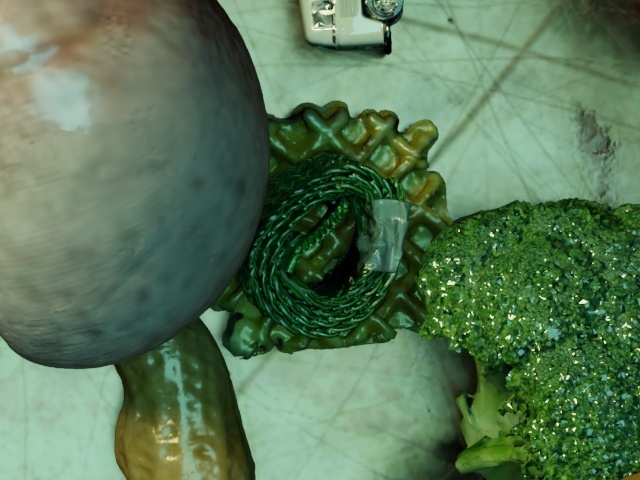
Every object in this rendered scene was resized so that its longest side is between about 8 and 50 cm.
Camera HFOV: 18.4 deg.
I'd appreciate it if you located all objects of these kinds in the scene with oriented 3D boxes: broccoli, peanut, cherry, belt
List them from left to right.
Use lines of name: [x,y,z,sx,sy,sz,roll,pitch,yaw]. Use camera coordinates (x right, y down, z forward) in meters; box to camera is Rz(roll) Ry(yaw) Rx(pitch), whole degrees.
cherry: [-0.182,-0.066,1.458,0.291,0.335,0.326,2,90,-4]
peanut: [-0.118,0.140,1.588,0.108,0.095,0.226,-14,91,-3]
belt: [0.000,0.000,1.560,0.121,0.079,0.151,33,92,-20]
broccoli: [0.207,0.094,1.558,0.308,0.308,0.275,44,127,-5]

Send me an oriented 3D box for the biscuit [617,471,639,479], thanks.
biscuit: [0.260,0.301,1.526,0.365,0.385,0.062,-25,51,-11]

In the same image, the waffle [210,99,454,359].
waffle: [0.000,-0.012,1.622,0.223,0.054,0.204,-6,91,-9]

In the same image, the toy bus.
toy bus: [0.020,-0.247,1.610,0.089,0.087,0.194,-4,92,3]
